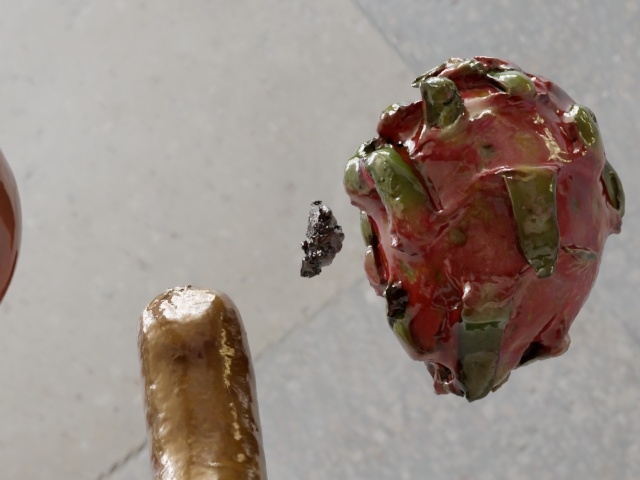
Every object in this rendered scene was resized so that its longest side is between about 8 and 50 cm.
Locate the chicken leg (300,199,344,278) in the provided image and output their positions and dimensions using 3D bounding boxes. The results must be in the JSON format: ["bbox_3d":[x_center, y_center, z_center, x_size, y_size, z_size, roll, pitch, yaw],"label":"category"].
[{"bbox_3d":[0.000,-0.002,0.907,0.021,0.083,0.036,5,81,-6],"label":"chicken leg"}]

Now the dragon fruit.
[{"bbox_3d":[0.141,-0.012,1.543,0.237,0.231,0.302,8,106,32],"label":"dragon fruit"}]

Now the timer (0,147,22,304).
[{"bbox_3d":[-0.323,-0.016,1.181,0.215,0.229,0.229,35,82,32],"label":"timer"}]

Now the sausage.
[{"bbox_3d":[-0.096,0.155,1.444,0.109,0.109,0.270,-21,51,14],"label":"sausage"}]
